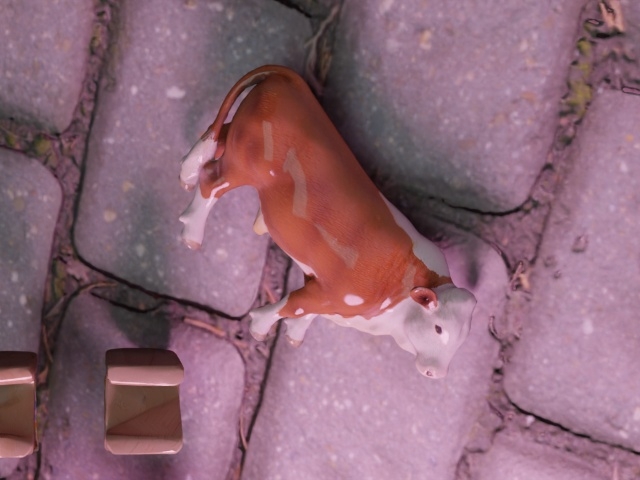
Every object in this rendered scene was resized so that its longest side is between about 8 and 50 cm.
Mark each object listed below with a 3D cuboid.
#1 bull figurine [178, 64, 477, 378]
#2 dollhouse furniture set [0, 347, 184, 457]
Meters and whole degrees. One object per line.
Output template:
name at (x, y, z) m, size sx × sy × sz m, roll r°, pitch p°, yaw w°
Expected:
bull figurine at (0.000, 0.000, 1.064) m, size 0.188 × 0.101 × 0.310 m, roll -32°, pitch 91°, yaw 23°
dollhouse furniture set at (-0.330, 0.284, 1.152) m, size 0.394 × 0.256 × 0.362 m, roll 1°, pitch 91°, yaw -11°
